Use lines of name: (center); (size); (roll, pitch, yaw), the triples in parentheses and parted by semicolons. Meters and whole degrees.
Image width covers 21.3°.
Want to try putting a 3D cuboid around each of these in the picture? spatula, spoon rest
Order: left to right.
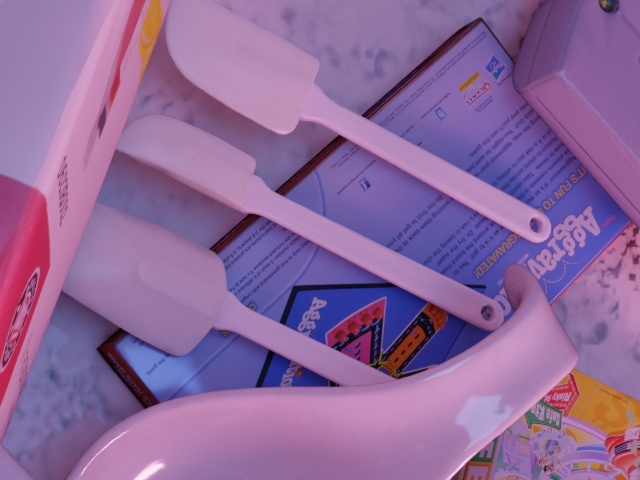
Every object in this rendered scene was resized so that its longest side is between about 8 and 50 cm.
spatula: (0.000, 0.000, 0.850); (0.242, 0.019, 0.168); (28, 69, -22)
spoon rest: (0.003, 0.103, 0.783); (0.276, 0.084, 0.137); (-32, 97, -12)

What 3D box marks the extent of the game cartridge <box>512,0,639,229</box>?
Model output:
game cartridge: (0.236, -0.129, 0.980); (0.196, 0.060, 0.294); (49, 58, -14)

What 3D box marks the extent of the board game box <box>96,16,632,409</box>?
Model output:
board game box: (0.033, 0.021, 0.884); (0.281, 0.027, 0.145); (-42, 98, -25)

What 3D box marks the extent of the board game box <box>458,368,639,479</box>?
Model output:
board game box: (0.138, 0.128, 0.893); (0.154, 0.026, 0.103); (26, 71, -35)

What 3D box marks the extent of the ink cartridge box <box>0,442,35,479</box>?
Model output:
ink cartridge box: (-0.082, 0.275, 0.540); (0.385, 0.308, 0.091); (48, 37, -5)

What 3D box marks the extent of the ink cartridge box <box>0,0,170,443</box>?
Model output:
ink cartridge box: (-0.146, -0.098, 0.665); (0.160, 0.279, 0.385); (19, 73, -4)
